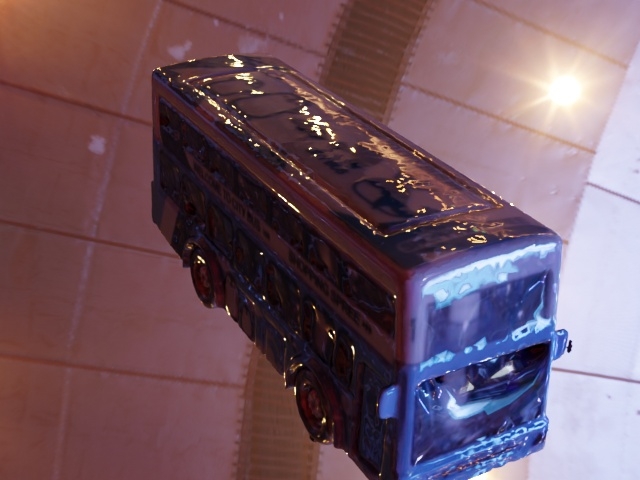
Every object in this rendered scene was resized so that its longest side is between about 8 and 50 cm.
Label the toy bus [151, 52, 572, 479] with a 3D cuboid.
[{"bbox_3d":[0.000,0.000,0.514,0.106,0.297,0.131,-13,-58,-27],"label":"toy bus"}]
